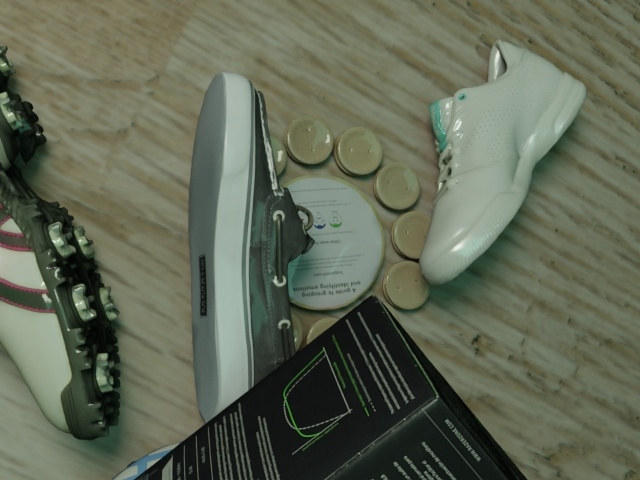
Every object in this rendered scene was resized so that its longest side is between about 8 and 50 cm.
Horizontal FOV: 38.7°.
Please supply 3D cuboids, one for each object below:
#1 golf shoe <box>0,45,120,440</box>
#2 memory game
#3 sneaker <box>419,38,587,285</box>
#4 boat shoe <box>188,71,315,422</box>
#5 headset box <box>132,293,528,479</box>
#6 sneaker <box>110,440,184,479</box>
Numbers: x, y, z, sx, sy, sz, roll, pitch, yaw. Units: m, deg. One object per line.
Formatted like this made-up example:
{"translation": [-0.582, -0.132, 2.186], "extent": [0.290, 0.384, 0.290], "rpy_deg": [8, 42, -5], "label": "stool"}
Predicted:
{"translation": [-0.207, 0.003, 0.555], "extent": [0.120, 0.105, 0.273], "rpy_deg": [-24, 86, -4], "label": "golf shoe"}
{"translation": [0.000, 0.000, 0.659], "extent": [0.186, 0.012, 0.186], "rpy_deg": [3, 82, -19], "label": "memory game"}
{"translation": [0.112, -0.063, 0.678], "extent": [0.094, 0.080, 0.212], "rpy_deg": [37, 63, -4], "label": "sneaker"}
{"translation": [-0.040, 0.006, 0.598], "extent": [0.076, 0.080, 0.228], "rpy_deg": [1, 84, -24], "label": "boat shoe"}
{"translation": [0.003, 0.221, 0.504], "extent": [0.283, 0.131, 0.246], "rpy_deg": [-39, 110, 3], "label": "headset box"}
{"translation": [-0.045, 0.162, 0.585], "extent": [0.237, 0.086, 0.085], "rpy_deg": [-17, 91, -19], "label": "sneaker"}
